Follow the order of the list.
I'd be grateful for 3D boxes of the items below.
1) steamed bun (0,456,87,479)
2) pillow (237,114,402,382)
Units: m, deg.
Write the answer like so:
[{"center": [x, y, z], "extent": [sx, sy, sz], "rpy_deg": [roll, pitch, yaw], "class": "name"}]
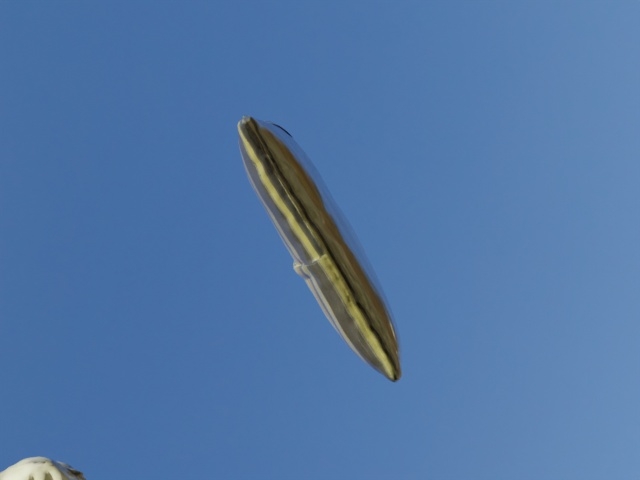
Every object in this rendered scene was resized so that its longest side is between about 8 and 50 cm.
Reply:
[{"center": [-0.342, 0.366, 1.021], "extent": [0.394, 0.237, 0.346], "rpy_deg": [37, -122, 3], "class": "steamed bun"}, {"center": [0.000, 0.000, 0.835], "extent": [0.052, 0.212, 0.208], "rpy_deg": [-29, -86, 2], "class": "pillow"}]
